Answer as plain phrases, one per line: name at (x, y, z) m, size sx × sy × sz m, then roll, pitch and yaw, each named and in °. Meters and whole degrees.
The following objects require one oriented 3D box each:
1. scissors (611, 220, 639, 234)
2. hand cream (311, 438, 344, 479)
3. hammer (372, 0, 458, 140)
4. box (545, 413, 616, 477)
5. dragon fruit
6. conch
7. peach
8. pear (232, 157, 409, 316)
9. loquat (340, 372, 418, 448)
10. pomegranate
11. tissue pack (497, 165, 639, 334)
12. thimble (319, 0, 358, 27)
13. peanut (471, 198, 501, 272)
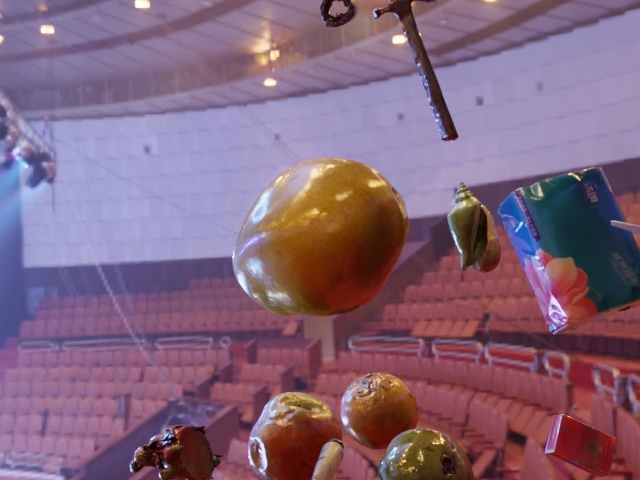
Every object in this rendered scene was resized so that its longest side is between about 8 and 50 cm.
scissors at (0.549, -0.006, 1.247) m, size 0.015 × 0.100 × 0.189 m, roll 2°, pitch 13°, yaw -39°
hand cream at (0.004, 0.488, 1.615) m, size 0.050 × 0.080 × 0.234 m, roll 11°, pitch 20°, yaw 12°
hammer at (0.192, -0.320, 1.438) m, size 0.125 × 0.297 × 0.027 m, roll -20°, pitch -10°, yaw 19°
box at (0.694, 0.546, 2.080) m, size 0.175 × 0.112 × 0.048 m, roll 26°, pitch -25°, yaw -7°
dragon fruit at (-0.286, 0.421, 1.549) m, size 0.175 × 0.142 × 0.138 m, roll -3°, pitch 27°, yaw -1°
conch at (0.343, -0.038, 1.808) m, size 0.095 × 0.200 × 0.079 m, roll -16°, pitch 9°, yaw -22°
peach at (-0.068, 0.481, 1.853) m, size 0.214 × 0.235 × 0.214 m, roll 27°, pitch 17°, yaw -9°
pear at (0.000, 0.000, 1.767) m, size 0.418 × 0.362 × 0.362 m, roll -32°, pitch -17°, yaw 20°
loquat at (0.176, 0.510, 2.344) m, size 0.235 × 0.234 × 0.235 m, roll -4°, pitch -6°, yaw 0°
pomegranate at (0.177, 0.448, 1.471) m, size 0.211 × 0.179 × 0.179 m, roll -23°, pitch -15°, yaw 28°
tissue pack at (0.476, 0.014, 1.439) m, size 0.209 × 0.269 × 0.137 m, roll -14°, pitch -18°, yaw -15°
thimble at (0.052, -0.662, 2.229) m, size 0.104 × 0.095 × 0.066 m, roll -26°, pitch 11°, yaw 24°
peanut at (0.398, -0.014, 2.002) m, size 0.095 × 0.225 × 0.108 m, roll 16°, pitch -40°, yaw -26°
